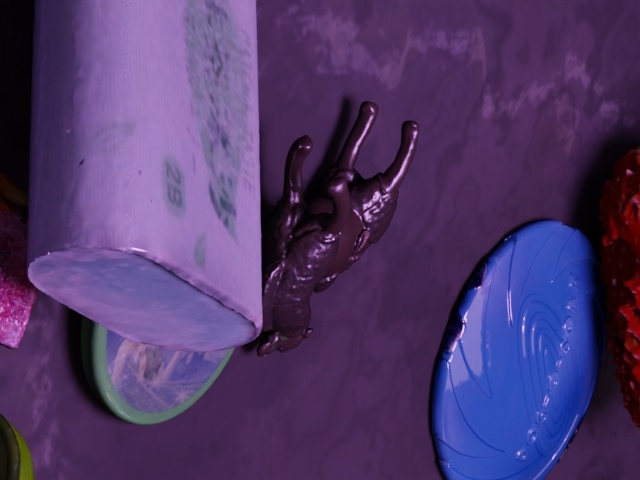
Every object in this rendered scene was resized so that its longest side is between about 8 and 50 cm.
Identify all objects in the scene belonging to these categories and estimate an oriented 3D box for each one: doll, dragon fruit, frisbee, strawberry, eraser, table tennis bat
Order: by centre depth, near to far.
[{"bbox_3d":[-0.196,-0.009,1.003,0.096,0.102,0.147,-60,151,-6],"label":"dragon fruit"},{"bbox_3d":[-0.092,-0.070,1.046,0.174,0.081,0.227,33,49,-54],"label":"eraser"},{"bbox_3d":[-0.082,-0.007,1.200,0.160,0.039,0.257,-6,110,-56],"label":"table tennis bat"},{"bbox_3d":[0.000,0.000,1.283,0.139,0.057,0.165,-33,146,-57],"label":"doll"},{"bbox_3d":[0.175,0.104,1.563,0.242,0.045,0.242,-23,122,-45],"label":"frisbee"},{"bbox_3d":[0.278,0.024,1.597,0.188,0.106,0.286,8,90,-63],"label":"strawberry"}]

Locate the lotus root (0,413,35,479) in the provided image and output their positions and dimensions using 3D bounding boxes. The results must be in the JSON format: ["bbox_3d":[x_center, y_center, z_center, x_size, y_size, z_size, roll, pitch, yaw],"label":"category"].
[{"bbox_3d":[-0.213,0.178,1.015,0.186,0.186,0.186,-23,120,-46],"label":"lotus root"}]
